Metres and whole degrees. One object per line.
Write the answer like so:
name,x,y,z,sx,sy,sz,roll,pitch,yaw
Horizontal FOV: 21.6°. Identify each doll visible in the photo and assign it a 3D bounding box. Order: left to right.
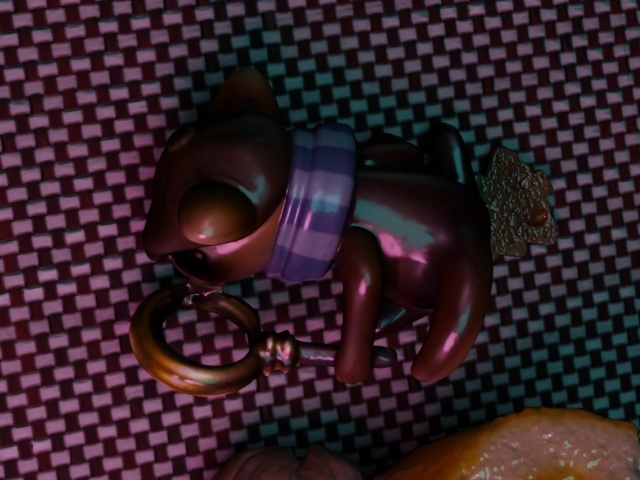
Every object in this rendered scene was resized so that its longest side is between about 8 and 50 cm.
doll,-0.001,0.002,1.546,0.340,0.209,0.317,16,59,-20

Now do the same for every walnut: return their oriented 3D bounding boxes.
walnut,-0.036,0.301,1.553,0.178,0.178,0.230,2,96,-19

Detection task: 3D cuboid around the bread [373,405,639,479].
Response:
bread,0.167,0.355,1.503,0.264,0.239,0.395,2,77,5

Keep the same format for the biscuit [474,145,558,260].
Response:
biscuit,0.178,-0.027,1.686,0.130,0.019,0.119,-34,102,-15
